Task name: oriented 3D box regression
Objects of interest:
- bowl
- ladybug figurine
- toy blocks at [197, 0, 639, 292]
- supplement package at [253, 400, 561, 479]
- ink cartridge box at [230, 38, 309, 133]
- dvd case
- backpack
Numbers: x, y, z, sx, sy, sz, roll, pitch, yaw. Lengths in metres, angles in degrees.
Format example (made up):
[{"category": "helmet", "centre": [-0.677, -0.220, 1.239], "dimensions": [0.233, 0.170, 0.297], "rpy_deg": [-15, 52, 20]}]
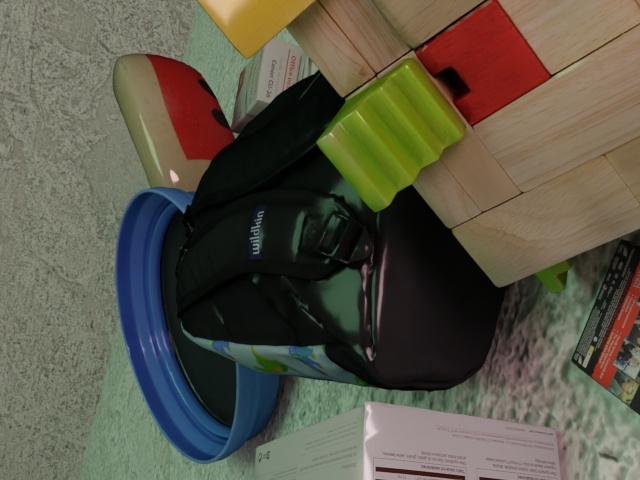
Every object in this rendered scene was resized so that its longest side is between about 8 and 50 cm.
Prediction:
[{"category": "bowl", "centre": [-0.183, 0.115, 1.076], "dimensions": [0.391, 0.077, 0.391], "rpy_deg": [20, 115, 51]}, {"category": "ladybug figurine", "centre": [-0.236, -0.160, 1.324], "dimensions": [0.305, 0.162, 0.449], "rpy_deg": [87, 159, -61]}, {"category": "toy blocks", "centre": [0.118, -0.152, 0.361], "dimensions": [0.261, 0.381, 0.190], "rpy_deg": [-29, 19, 37]}, {"category": "supplement package", "centre": [0.048, 0.234, 0.503], "dimensions": [0.194, 0.149, 0.203], "rpy_deg": [138, 140, -57]}, {"category": "ink cartridge box", "centre": [-0.084, -0.254, 1.247], "dimensions": [0.198, 0.067, 0.115], "rpy_deg": [154, 126, -64]}, {"category": "dvd case", "centre": [0.194, 0.057, 0.424], "dimensions": [0.119, 0.013, 0.087], "rpy_deg": [-132, 58, -67]}, {"category": "backpack", "centre": [0.000, 0.000, 0.675], "dimensions": [0.356, 0.273, 0.290], "rpy_deg": [-13, 66, 43]}]
